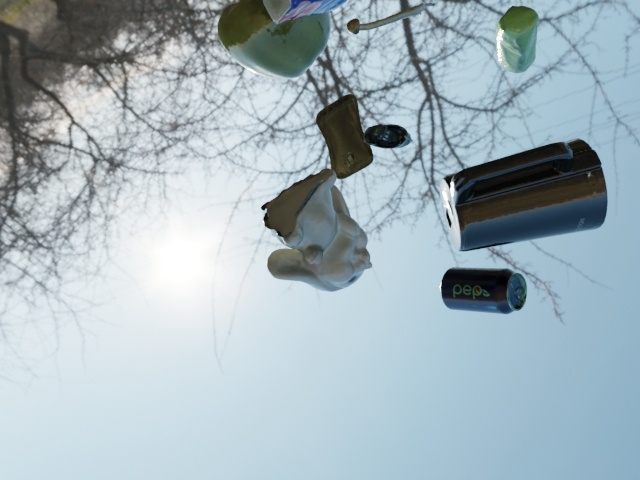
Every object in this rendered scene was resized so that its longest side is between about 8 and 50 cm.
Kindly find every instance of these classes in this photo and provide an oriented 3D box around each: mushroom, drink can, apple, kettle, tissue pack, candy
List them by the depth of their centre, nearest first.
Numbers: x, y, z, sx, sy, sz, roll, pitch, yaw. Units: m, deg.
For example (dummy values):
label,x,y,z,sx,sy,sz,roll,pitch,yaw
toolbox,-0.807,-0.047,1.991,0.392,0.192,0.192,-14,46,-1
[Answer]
label,x,y,z,sx,sy,sz,roll,pitch,yaw
kettle,0.432,-0.089,1.223,0.307,0.203,0.262,-13,-176,3
mushroom,0.199,-0.572,1.444,0.306,0.043,0.068,-25,-128,-25
drink can,0.415,0.127,1.463,0.204,0.118,0.118,-2,-133,49
tissue pack,-0.060,-0.775,1.683,0.269,0.209,0.137,-31,-169,-37
apple,-0.133,-0.729,1.942,0.320,0.360,0.312,-6,-116,47
candy,0.739,-0.752,2.142,0.132,0.343,0.142,-42,-108,7

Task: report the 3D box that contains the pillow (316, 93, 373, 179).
label,x,y,z,sx,sy,sz,roll,pitch,yaw
pillow,0.061,-0.267,1.468,0.130,0.033,0.218,-25,-112,26

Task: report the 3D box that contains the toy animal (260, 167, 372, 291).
label,x,y,z,sx,sy,sz,roll,pitch,yaw
toy animal,-0.014,0.001,1.269,0.174,0.290,0.249,3,-149,48

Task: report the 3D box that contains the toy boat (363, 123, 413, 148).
label,x,y,z,sx,sy,sz,roll,pitch,yaw
toy boat,0.157,-0.246,1.343,0.137,0.060,0.060,18,-89,42
